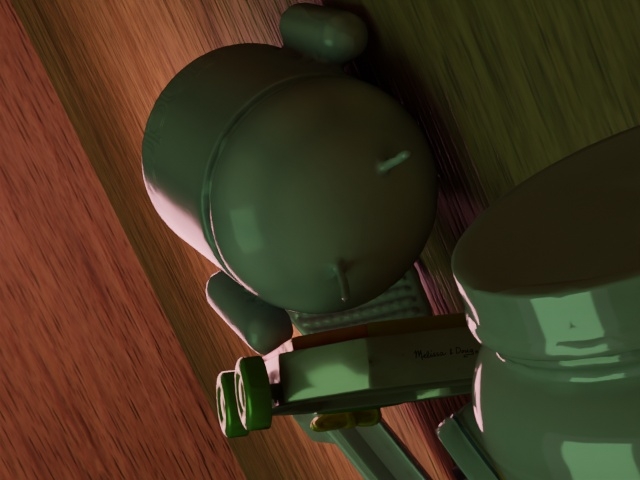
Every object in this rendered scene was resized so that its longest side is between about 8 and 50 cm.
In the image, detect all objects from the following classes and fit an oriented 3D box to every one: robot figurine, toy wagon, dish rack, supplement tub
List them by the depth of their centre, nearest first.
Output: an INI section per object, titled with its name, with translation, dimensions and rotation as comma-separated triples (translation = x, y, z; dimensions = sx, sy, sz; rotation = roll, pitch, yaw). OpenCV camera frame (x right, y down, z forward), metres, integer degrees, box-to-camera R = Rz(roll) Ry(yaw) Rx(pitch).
[supplement tub]
translation = 0.220, 0.119, 0.786
dimensions = 0.331, 0.241, 0.241
rotation = 66, 164, -17
[toy wagon]
translation = 0.049, 0.115, 1.296
dimensions = 0.344, 0.267, 0.068
rotation = 140, 124, -75
[robot figurine]
translation = -0.029, -0.056, 1.347
dimensions = 0.353, 0.199, 0.300
rotation = 31, 113, 60
[dish rack]
translation = 0.076, 0.248, 1.625
dimensions = 0.333, 0.072, 0.285
rotation = 50, 177, 5

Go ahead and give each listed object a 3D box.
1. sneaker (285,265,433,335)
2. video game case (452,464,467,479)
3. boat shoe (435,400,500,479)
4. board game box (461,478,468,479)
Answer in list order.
[sneaker]
translation = 0.000, 0.000, 1.572
dimensions = 0.366, 0.135, 0.150
rotation = 49, -169, 23
[video game case]
translation = 0.213, 0.295, 1.538
dimensions = 0.193, 0.023, 0.212
rotation = 59, 164, 6
[boat shoe]
translation = 0.198, 0.226, 1.340
dimensions = 0.258, 0.084, 0.095
rotation = 51, -175, 33
[board game box]
translation = 0.177, 0.414, 1.339
dimensions = 0.318, 0.066, 0.319
rotation = -120, 14, -72
